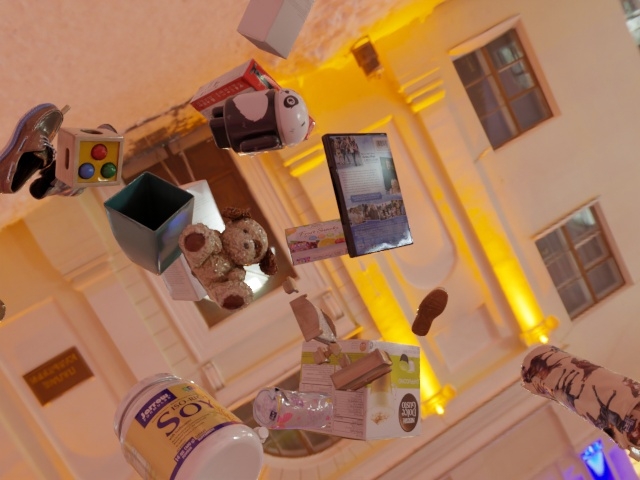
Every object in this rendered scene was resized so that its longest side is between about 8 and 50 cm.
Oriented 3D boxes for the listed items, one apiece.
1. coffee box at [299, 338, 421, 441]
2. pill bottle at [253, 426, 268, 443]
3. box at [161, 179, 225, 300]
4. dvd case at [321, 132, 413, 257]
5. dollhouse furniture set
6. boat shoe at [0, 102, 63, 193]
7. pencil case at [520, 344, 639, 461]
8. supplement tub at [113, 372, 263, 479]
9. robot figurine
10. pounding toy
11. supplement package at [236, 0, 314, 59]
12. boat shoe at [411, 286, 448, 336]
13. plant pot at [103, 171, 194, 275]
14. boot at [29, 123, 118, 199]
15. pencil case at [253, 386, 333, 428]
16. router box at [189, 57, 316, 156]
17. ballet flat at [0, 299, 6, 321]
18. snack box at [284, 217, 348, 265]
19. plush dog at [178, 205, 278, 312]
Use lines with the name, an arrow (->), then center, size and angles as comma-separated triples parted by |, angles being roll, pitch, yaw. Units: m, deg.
coffee box -> 0.150, 0.556, 1.888 | 0.338, 0.335, 0.337 | -11, 159, 43
pill bottle -> -0.173, 0.525, 1.332 | 0.083, 0.043, 0.043 | -43, 178, 36
box -> -0.443, 0.001, 1.680 | 0.168, 0.346, 0.215 | -5, -158, 42
dvd case -> 0.101, -0.100, 1.038 | 0.180, 0.253, 0.022 | -10, 176, -39
dollhouse furniture set -> 0.069, 0.272, 1.593 | 0.173, 0.356, 0.303 | -31, 153, 9
boat shoe -> -0.491, -0.153, 0.857 | 0.066, 0.066, 0.183 | 79, 35, -68
pencil case -> 0.766, 0.441, 1.440 | 0.184, 0.160, 0.410 | -51, -160, -6
supplement tub -> -0.324, 0.485, 1.202 | 0.331, 0.241, 0.241 | 21, -138, 39
robot figurine -> -0.172, -0.340, 1.426 | 0.277, 0.209, 0.173 | -6, 177, 7
pounding toy -> -0.580, -0.222, 1.190 | 0.094, 0.181, 0.206 | 26, -157, 30
supplement package -> -0.107, -0.563, 1.235 | 0.180, 0.105, 0.105 | -62, 153, 7
boat shoe -> 0.283, 0.175, 1.305 | 0.059, 0.062, 0.170 | -61, 175, -52
plant pot -> -0.458, -0.027, 1.378 | 0.165, 0.165, 0.234 | -53, 164, -41
boot -> -0.882, -0.279, 1.812 | 0.338, 0.118, 0.223 | -53, 180, 10
pencil case -> -0.082, 0.524, 1.571 | 0.113, 0.273, 0.124 | 16, -95, 46
router box -> -0.232, -0.433, 1.696 | 0.335, 0.301, 0.082 | -4, -126, 48
ballet flat -> -0.946, 0.208, 1.180 | 0.341, 0.116, 0.124 | -10, -178, -14
snack box -> 0.000, 0.000, 1.075 | 0.141, 0.037, 0.100 | -12, -148, -7
plush dog -> -0.243, 0.036, 1.372 | 0.225, 0.263, 0.210 | -36, -168, -19
